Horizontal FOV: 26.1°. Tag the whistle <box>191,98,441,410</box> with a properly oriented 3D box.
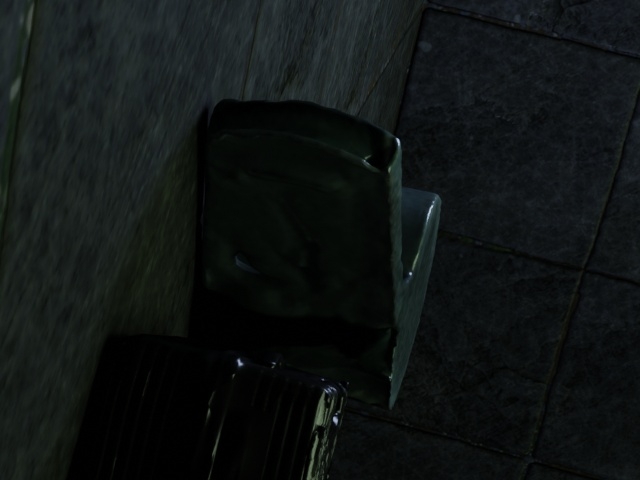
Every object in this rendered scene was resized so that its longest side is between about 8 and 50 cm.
[{"bbox_3d":[-0.009,0.024,1.090,0.405,0.168,0.188,51,53,-78],"label":"whistle"}]

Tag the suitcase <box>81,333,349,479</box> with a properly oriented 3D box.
[{"bbox_3d":[-0.091,0.231,0.900,0.229,0.152,0.335,57,46,-85],"label":"suitcase"}]
